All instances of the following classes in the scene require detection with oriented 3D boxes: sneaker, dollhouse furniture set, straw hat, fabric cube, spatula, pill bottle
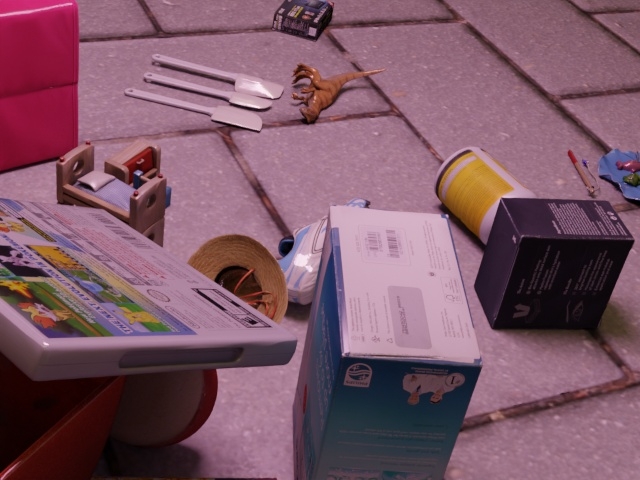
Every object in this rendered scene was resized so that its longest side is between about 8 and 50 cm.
[{"bbox_3d":[0.000,0.000,1.303,0.086,0.085,0.237,27,38,14],"label":"sneaker"},{"bbox_3d":[-0.246,-0.072,1.299,0.129,0.129,0.183,24,39,17],"label":"dollhouse furniture set"},{"bbox_3d":[-0.099,0.065,1.207,0.144,0.144,0.061,25,1,18],"label":"straw hat"},{"bbox_3d":[-0.517,-0.259,1.369,0.258,0.259,0.254,-19,47,-33],"label":"fabric cube"},{"bbox_3d":[-0.196,-0.257,1.648,0.242,0.019,0.168,14,43,6],"label":"spatula"},{"bbox_3d":[0.257,-0.051,1.417,0.103,0.103,0.184,-13,43,-28],"label":"pill bottle"}]

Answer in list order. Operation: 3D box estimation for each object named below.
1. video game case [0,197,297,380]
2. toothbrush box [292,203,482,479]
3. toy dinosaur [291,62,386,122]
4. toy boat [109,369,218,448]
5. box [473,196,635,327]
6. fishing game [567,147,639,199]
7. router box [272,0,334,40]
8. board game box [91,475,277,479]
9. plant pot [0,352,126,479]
[{"bbox_3d":[-0.230,0.034,0.905,0.329,0.036,0.300,30,14,35],"label":"video game case"},{"bbox_3d":[0.051,0.146,0.950,0.126,0.295,0.216,5,38,-6],"label":"toothbrush box"},{"bbox_3d":[0.009,-0.267,1.688,0.112,0.064,0.211,39,52,6],"label":"toy dinosaur"},{"bbox_3d":[-0.194,0.125,1.072,0.231,0.151,0.151,39,17,32],"label":"toy boat"},{"bbox_3d":[0.305,0.031,1.277,0.158,0.156,0.093,1,37,-12],"label":"box"},{"bbox_3d":[0.560,-0.112,1.625,0.264,0.041,0.189,5,35,-7],"label":"fishing game"},{"bbox_3d":[-0.033,-0.446,1.913,0.092,0.038,0.122,16,37,8],"label":"router box"},{"bbox_3d":[-0.134,0.295,0.916,0.193,0.045,0.146,4,38,-9],"label":"board game box"},{"bbox_3d":[-0.350,0.202,0.827,0.267,0.235,0.267,24,39,19],"label":"plant pot"}]
